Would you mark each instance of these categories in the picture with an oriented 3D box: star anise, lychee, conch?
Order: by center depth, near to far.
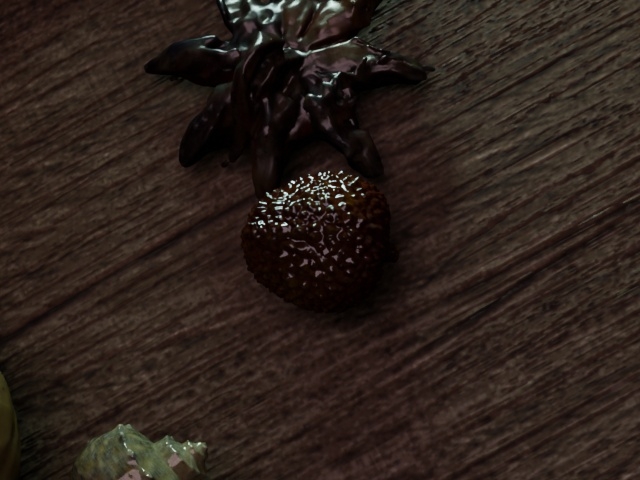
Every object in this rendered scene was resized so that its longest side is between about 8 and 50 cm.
[{"bbox_3d":[-0.155,0.241,1.163,0.207,0.130,0.155,-45,55,8],"label":"conch"},{"bbox_3d":[-0.001,0.003,1.205,0.129,0.123,0.123,-13,71,7],"label":"lychee"},{"bbox_3d":[-0.037,-0.162,1.275,0.272,0.102,0.272,-4,69,11],"label":"star anise"}]

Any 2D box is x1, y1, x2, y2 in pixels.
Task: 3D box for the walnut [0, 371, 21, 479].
[{"bbox_3d":[-0.426,0.172,1.153,0.384,0.383,0.383,-4,72,13],"label":"walnut"}]
